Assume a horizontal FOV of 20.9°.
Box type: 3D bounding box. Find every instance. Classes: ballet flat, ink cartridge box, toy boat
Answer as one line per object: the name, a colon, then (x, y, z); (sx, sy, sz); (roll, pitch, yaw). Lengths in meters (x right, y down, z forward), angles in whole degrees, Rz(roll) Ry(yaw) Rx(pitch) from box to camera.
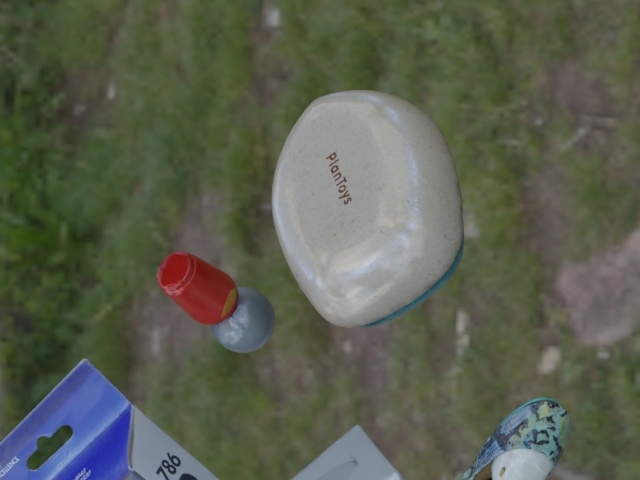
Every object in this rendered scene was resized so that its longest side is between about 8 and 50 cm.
ballet flat: (0.153, 0.209, 1.455); (0.188, 0.070, 0.070); (-58, 39, 41)
ink cartridge box: (-0.099, 0.250, 1.218); (0.165, 0.332, 0.065); (-45, 6, 29)
toy boat: (0.000, 0.000, 1.683); (0.318, 0.148, 0.267); (-30, 47, 20)

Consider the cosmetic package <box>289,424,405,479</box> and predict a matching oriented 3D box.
cosmetic package: (0.010, 0.330, 1.772); (0.138, 0.224, 0.224); (53, 177, -10)
